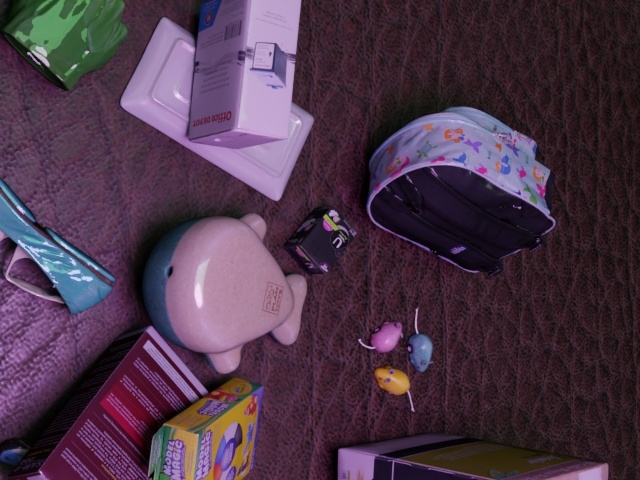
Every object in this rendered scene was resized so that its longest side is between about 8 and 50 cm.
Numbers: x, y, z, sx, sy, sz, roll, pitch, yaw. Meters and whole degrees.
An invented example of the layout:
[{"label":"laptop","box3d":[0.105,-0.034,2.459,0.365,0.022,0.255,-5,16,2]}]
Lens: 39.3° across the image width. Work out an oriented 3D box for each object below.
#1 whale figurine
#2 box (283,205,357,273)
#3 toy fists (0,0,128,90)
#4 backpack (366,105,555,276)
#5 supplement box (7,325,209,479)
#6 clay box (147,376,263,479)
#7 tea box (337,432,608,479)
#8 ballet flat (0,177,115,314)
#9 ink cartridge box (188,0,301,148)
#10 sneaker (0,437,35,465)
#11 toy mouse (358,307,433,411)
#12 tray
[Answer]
[{"label":"whale figurine","box3d":[-0.126,0.068,1.196,0.272,0.141,0.216,22,75,-55]},{"label":"box","box3d":[0.000,0.000,1.304,0.062,0.052,0.083,49,66,-20]},{"label":"toy fists","box3d":[-0.353,-0.316,1.065,0.279,0.096,0.142,44,77,-25]},{"label":"backpack","box3d":[0.200,-0.082,1.339,0.253,0.225,0.191,20,56,-26]},{"label":"supplement box","box3d":[-0.246,0.232,1.080,0.130,0.073,0.239,54,40,-19]},{"label":"clay box","box3d":[-0.143,0.266,1.118,0.222,0.053,0.127,-26,126,-69]},{"label":"tea box","box3d":[0.205,0.460,1.246,0.220,0.323,0.329,3,88,-43]},{"label":"ballet flat","box3d":[-0.357,0.001,1.062,0.087,0.083,0.247,-47,111,-9]},{"label":"ink cartridge box","box3d":[-0.101,-0.222,1.158,0.082,0.139,0.190,6,86,-34]},{"label":"sneaker","box3d":[-0.323,0.299,1.084,0.162,0.063,0.073,41,75,-22]},{"label":"toy mouse","box3d":[0.132,0.167,1.397,0.161,0.031,0.143,39,69,-26]},{"label":"tray","box3d":[-0.130,-0.179,1.240,0.270,0.030,0.145,31,74,-28]}]
